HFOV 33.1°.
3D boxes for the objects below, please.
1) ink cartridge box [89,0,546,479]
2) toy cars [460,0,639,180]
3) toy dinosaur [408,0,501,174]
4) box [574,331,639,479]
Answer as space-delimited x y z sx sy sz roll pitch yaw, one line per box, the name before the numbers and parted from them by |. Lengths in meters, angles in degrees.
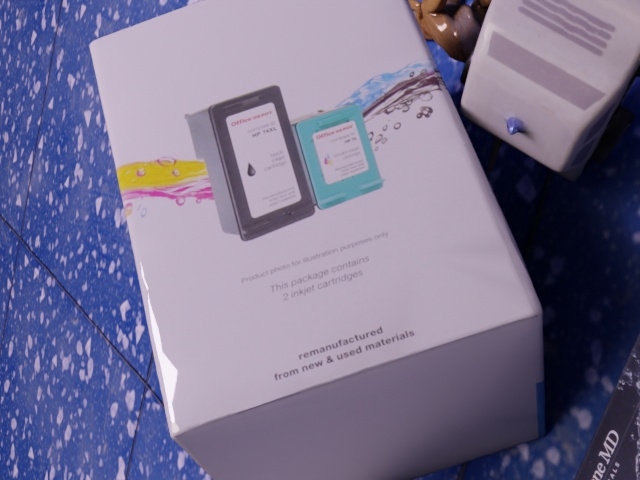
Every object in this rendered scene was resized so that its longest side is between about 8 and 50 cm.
ink cartridge box | 0.000 0.000 0.670 0.198 0.197 0.270 68 -176 -59
toy cars | 0.174 -0.075 0.491 0.087 0.176 0.393 -53 28 -18
toy dinosaur | 0.101 -0.144 0.740 0.211 0.064 0.112 -122 29 -55
box | 0.213 0.114 0.492 0.158 0.093 0.156 43 122 51
